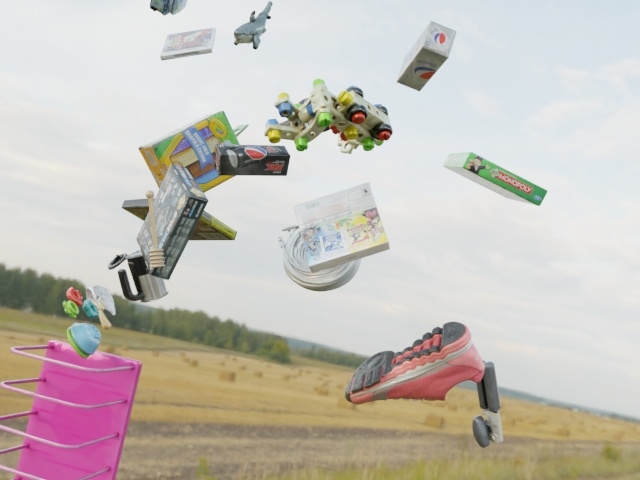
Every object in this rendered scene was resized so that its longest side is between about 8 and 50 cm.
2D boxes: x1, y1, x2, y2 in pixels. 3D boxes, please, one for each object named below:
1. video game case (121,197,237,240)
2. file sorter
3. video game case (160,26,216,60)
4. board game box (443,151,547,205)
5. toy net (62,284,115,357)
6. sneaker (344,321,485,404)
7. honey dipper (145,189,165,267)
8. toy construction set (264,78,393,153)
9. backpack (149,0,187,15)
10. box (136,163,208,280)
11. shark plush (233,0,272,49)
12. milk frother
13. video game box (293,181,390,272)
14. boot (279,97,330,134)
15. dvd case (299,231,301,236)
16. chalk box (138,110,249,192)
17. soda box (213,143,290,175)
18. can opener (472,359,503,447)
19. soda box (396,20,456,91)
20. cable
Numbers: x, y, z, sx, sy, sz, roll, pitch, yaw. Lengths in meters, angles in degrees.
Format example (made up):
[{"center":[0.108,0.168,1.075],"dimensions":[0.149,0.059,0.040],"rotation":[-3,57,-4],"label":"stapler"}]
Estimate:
[{"center":[-0.439,-0.064,2.224],"dimensions":[0.275,0.035,0.248],"rotation":[0,-24,37],"label":"video game case"},{"center":[-0.496,0.352,1.337],"dimensions":[0.202,0.291,0.182],"rotation":[11,-4,12],"label":"file sorter"},{"center":[-0.469,-0.702,2.541],"dimensions":[0.183,0.201,0.023],"rotation":[-8,-53,3],"label":"video game case"},{"center":[0.447,-0.165,1.869],"dimensions":[0.213,0.046,0.317],"rotation":[27,6,-2],"label":"board game box"},{"center":[-0.467,0.138,1.419],"dimensions":[0.122,0.045,0.232],"rotation":[56,3,-18],"label":"toy net"},{"center":[0.191,0.289,1.457],"dimensions":[0.314,0.136,0.116],"rotation":[-29,14,27],"label":"sneaker"},{"center":[-0.345,-0.024,1.472],"dimensions":[0.030,0.161,0.030],"rotation":[-8,-1,0],"label":"honey dipper"},{"center":[0.040,-0.272,1.695],"dimensions":[0.215,0.151,0.327],"rotation":[-28,-19,30],"label":"toy construction set"},{"center":[-0.430,-0.717,2.061],"dimensions":[0.084,0.105,0.114],"rotation":[27,-51,7],"label":"backpack"},{"center":[-0.351,-0.046,1.663],"dimensions":[0.051,0.220,0.175],"rotation":[18,20,-34],"label":"box"},{"center":[-0.162,-0.554,1.821],"dimensions":[0.073,0.161,0.067],"rotation":[32,-22,32],"label":"shark plush"},{"center":[-0.513,0.099,1.995],"dimensions":[0.129,0.135,0.143],"rotation":[-20,15,-26],"label":"milk frother"},{"center":[0.052,-0.033,1.777],"dimensions":[0.205,0.187,0.048],"rotation":[-17,-34,4],"label":"video game box"},{"center":[-0.062,-0.398,2.304],"dimensions":[0.219,0.106,0.082],"rotation":[-3,-20,25],"label":"boot"},{"center":[0.000,0.000,2.156],"dimensions":[0.087,0.013,0.119],"rotation":[-4,28,-31],"label":"dvd case"},{"center":[-0.326,-0.245,1.995],"dimensions":[0.289,0.179,0.180],"rotation":[-30,17,-21],"label":"chalk box"},{"center":[-0.159,-0.187,1.659],"dimensions":[0.169,0.060,0.053],"rotation":[-2,36,-22],"label":"soda box"},{"center":[0.536,0.536,2.325],"dimensions":[0.095,0.283,0.076],"rotation":[-16,10,-33],"label":"can opener"},{"center":[0.333,-0.581,2.277],"dimensions":[0.091,0.098,0.286],"rotation":[20,-13,-7],"label":"soda box"},{"center":[0.005,0.045,2.270],"dimensions":[0.257,0.257,0.089],"rotation":[-17,-35,8],"label":"cable"}]
